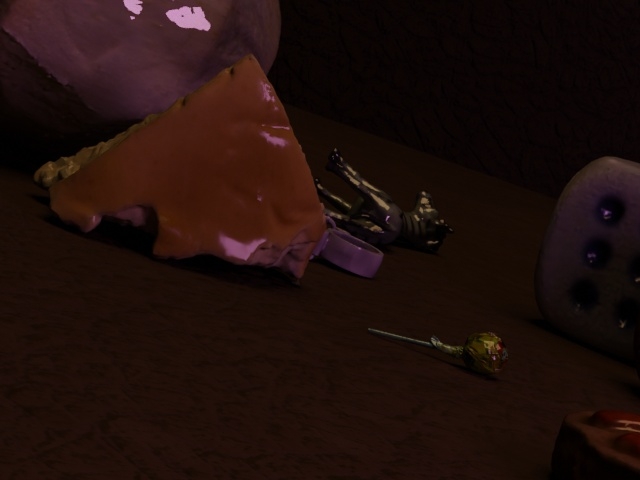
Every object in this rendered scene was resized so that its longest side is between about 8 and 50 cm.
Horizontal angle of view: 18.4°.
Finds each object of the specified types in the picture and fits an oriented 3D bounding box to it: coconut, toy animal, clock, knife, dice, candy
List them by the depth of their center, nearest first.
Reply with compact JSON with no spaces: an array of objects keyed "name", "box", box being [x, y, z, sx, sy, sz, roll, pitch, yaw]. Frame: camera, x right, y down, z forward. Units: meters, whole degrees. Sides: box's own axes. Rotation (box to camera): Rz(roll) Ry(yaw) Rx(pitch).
[{"name":"candy","box":[0.099,0.088,1.680,0.123,0.035,0.035,11,-38,12]},{"name":"knife","box":[-0.358,-0.107,2.001,0.247,0.018,0.035,23,6,23]},{"name":"clock","box":[0.000,0.000,2.002,0.129,0.041,0.087,20,10,-30]},{"name":"coconut","box":[-0.257,-0.253,2.069,0.415,0.344,0.415,11,-36,8]},{"name":"dice","box":[0.352,0.027,2.083,0.194,0.193,0.192,25,9,33]},{"name":"toy animal","box":[0.070,-0.031,2.296,0.176,0.073,0.217,33,12,-1]}]

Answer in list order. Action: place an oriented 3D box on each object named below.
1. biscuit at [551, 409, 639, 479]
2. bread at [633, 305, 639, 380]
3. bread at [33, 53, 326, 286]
[{"name":"biscuit","box":[0.334,0.194,1.356,0.359,0.074,0.381,18,10,-22]},{"name":"bread","box":[0.404,0.061,1.793,0.143,0.195,0.270,25,-39,-27]},{"name":"bread","box":[-0.110,-0.024,1.787,0.211,0.224,0.183,59,-6,-10]}]
